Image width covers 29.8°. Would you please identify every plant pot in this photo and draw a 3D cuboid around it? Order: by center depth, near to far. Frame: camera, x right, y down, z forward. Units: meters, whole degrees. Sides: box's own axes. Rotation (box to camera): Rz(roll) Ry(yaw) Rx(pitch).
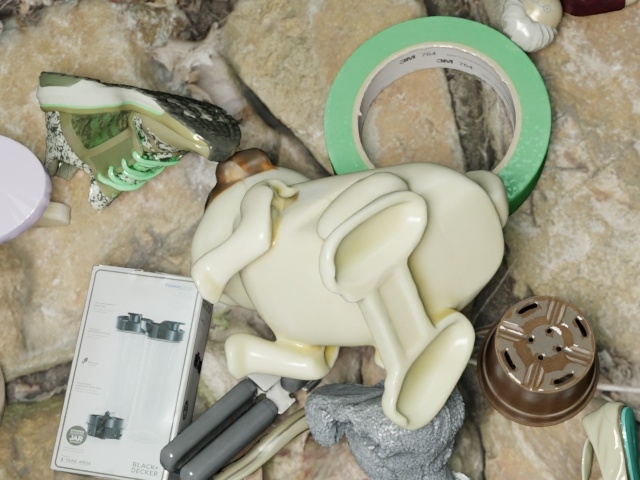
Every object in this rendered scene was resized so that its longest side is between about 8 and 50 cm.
[{"bbox_3d":[0.288,0.151,1.574,0.167,0.165,0.167,-2,74,7],"label":"plant pot"}]

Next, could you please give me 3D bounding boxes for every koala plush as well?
[{"bbox_3d":[0.112,0.290,1.555,0.196,0.203,0.221,-15,101,-22],"label":"koala plush"}]

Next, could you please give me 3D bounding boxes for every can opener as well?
[{"bbox_3d":[-0.092,0.211,1.605,0.076,0.095,0.283,39,57,19],"label":"can opener"}]

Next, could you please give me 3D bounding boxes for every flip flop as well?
[{"bbox_3d":[-0.101,0.331,1.610,0.277,0.112,0.080,-39,88,-11],"label":"flip flop"}]

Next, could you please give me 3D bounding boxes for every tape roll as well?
[{"bbox_3d":[0.167,-0.161,1.726,0.321,0.077,0.321,-2,74,7],"label":"tape roll"}]

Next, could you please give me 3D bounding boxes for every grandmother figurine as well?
[{"bbox_3d":[0.384,-0.410,1.762,0.208,0.104,0.342,37,78,24],"label":"grandmother figurine"}]

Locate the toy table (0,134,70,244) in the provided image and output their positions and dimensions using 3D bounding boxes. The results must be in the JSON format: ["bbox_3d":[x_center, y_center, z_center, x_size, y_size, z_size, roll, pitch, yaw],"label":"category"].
[{"bbox_3d":[-0.501,-0.046,1.729,0.274,0.161,0.252,8,75,10],"label":"toy table"}]

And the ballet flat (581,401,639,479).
[{"bbox_3d":[0.385,0.336,1.562,0.086,0.086,0.248,-7,72,5],"label":"ballet flat"}]

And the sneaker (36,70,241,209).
[{"bbox_3d":[-0.263,-0.125,1.693,0.410,0.158,0.182,16,98,46],"label":"sneaker"}]

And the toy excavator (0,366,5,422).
[{"bbox_3d":[-0.524,0.408,1.549,0.222,0.433,0.445,7,103,9],"label":"toy excavator"}]

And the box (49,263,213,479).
[{"bbox_3d":[-0.255,0.189,1.669,0.169,0.087,0.290,6,75,9],"label":"box"}]

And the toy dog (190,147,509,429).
[{"bbox_3d":[0.000,0.000,1.534,0.408,0.284,0.395,9,52,45],"label":"toy dog"}]
